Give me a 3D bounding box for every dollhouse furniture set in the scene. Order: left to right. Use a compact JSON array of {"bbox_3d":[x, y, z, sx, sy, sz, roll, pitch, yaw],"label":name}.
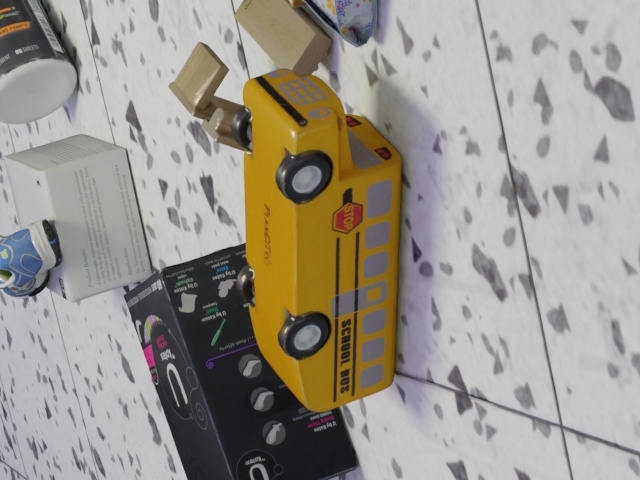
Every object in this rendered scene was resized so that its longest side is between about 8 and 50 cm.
[{"bbox_3d":[-0.035,-0.159,1.815,0.151,0.123,0.144,-56,46,18],"label":"dollhouse furniture set"}]

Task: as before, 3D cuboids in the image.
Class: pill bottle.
[{"bbox_3d":[-0.431,-0.285,2.490,0.246,0.130,0.130,60,154,27],"label":"pill bottle"}]

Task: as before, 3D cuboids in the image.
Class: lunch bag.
[{"bbox_3d":[0.015,-0.217,1.629,0.071,0.053,0.083,52,159,42],"label":"lunch bag"}]

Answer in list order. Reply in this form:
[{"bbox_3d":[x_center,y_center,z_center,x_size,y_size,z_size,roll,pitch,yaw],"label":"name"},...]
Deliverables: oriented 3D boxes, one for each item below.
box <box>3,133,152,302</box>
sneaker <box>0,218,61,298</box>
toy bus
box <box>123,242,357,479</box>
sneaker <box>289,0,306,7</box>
[{"bbox_3d":[-0.321,-0.033,2.435,0.182,0.119,0.181,20,124,62],"label":"box"},{"bbox_3d":[-0.395,0.028,2.386,0.080,0.081,0.211,65,158,11],"label":"sneaker"},{"bbox_3d":[0.000,0.000,1.714,0.108,0.130,0.333,48,147,46],"label":"toy bus"},{"bbox_3d":[-0.091,0.152,2.013,0.270,0.143,0.165,70,158,5],"label":"box"},{"bbox_3d":[-0.019,-0.250,1.706,0.037,0.032,0.083,64,155,18],"label":"sneaker"}]
